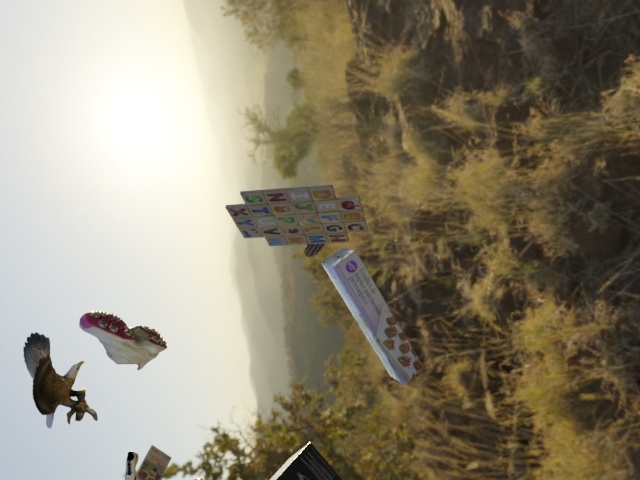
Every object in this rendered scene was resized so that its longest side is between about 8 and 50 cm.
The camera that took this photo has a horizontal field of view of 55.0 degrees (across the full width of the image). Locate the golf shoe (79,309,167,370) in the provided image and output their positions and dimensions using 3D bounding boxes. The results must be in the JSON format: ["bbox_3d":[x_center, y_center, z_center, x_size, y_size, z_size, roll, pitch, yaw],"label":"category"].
[{"bbox_3d":[-0.599,0.307,1.826,0.306,0.140,0.115,36,-174,-47],"label":"golf shoe"}]

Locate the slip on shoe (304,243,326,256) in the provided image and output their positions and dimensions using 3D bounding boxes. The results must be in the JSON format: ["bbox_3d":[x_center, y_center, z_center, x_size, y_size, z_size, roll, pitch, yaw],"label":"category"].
[{"bbox_3d":[0.000,0.000,2.008,0.051,0.135,0.041,37,-175,13],"label":"slip on shoe"}]

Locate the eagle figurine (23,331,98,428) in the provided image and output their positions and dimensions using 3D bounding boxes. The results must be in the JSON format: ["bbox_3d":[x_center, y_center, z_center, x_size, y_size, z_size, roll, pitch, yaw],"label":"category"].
[{"bbox_3d":[-0.890,0.473,2.051,0.298,0.226,0.225,53,-144,-37],"label":"eagle figurine"}]

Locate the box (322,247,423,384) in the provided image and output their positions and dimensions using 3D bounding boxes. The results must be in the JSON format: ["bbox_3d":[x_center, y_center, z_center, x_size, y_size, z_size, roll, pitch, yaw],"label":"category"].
[{"bbox_3d":[0.115,0.164,1.319,0.324,0.063,0.067,59,161,-19],"label":"box"}]

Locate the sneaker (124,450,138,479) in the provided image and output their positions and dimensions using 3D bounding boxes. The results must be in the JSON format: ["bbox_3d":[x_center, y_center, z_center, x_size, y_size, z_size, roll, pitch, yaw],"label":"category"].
[{"bbox_3d":[-0.592,0.708,1.911,0.043,0.040,0.109,81,179,-52],"label":"sneaker"}]

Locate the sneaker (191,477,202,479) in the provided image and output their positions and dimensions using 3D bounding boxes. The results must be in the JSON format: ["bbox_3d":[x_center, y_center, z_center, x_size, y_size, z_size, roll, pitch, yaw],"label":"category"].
[{"bbox_3d":[-0.347,0.682,1.431,0.122,0.146,0.330,-111,23,-61],"label":"sneaker"}]

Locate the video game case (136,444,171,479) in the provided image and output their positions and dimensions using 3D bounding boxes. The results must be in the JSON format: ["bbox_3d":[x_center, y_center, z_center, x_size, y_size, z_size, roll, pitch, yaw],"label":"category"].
[{"bbox_3d":[-0.568,0.771,2.088,0.011,0.087,0.122,-29,27,42],"label":"video game case"}]

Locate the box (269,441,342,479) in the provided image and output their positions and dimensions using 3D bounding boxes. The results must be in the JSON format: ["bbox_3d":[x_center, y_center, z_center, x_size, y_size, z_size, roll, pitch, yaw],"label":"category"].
[{"bbox_3d":[-0.056,0.670,1.641,0.153,0.207,0.108,49,122,9],"label":"box"}]

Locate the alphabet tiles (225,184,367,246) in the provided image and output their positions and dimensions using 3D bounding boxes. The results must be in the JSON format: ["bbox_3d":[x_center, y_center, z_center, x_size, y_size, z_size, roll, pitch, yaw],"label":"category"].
[{"bbox_3d":[-0.057,-0.056,1.588,0.285,0.343,0.011,70,-160,-60],"label":"alphabet tiles"}]
